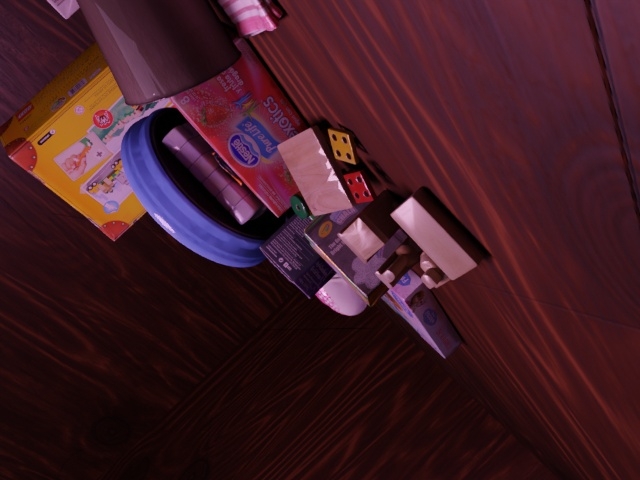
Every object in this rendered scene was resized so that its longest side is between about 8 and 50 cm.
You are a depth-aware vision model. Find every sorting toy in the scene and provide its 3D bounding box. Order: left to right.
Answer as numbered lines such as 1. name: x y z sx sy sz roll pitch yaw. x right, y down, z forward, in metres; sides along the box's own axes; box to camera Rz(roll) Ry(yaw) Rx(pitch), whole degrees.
1. sorting toy: 0.009 -0.112 0.944 0.132 0.046 0.274 61 155 -10

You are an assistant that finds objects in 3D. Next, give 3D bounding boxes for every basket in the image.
1. basket: -0.231 -0.310 0.774 0.204 0.154 0.227 7 133 43

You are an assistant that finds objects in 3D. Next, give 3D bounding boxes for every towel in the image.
1. towel: -0.125 -0.312 0.674 0.197 0.029 0.144 48 175 -23

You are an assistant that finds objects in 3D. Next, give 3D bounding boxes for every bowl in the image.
1. bowl: -0.228 -0.122 1.280 0.391 0.077 0.391 39 -154 -23

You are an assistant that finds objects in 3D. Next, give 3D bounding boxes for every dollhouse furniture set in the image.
1. dollhouse furniture set: 0.140 -0.021 0.818 0.144 0.123 0.151 46 142 1

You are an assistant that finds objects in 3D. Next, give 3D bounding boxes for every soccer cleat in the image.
1. soccer cleat: 0.000 0.026 1.406 0.331 0.116 0.143 55 163 12

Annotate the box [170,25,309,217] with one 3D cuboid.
1. box: -0.129 -0.203 1.030 0.154 0.142 0.300 45 177 46

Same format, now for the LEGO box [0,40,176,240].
1. LEGO box: -0.520 -0.307 1.630 0.193 0.500 0.372 42 174 44

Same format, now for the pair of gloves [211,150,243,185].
1. pair of gloves: -0.171 -0.131 1.109 0.074 0.010 0.083 48 179 -19

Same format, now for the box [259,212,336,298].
1. box: 0.000 0.000 1.259 0.108 0.207 0.153 45 177 22

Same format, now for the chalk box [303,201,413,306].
1. chalk box: 0.061 -0.006 1.099 0.213 0.132 0.132 47 177 15

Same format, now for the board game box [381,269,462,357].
1. board game box: 0.181 0.110 1.497 0.318 0.066 0.319 43 175 44

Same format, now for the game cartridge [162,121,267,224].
1. game cartridge: -0.167 -0.173 1.297 0.230 0.068 0.355 51 -156 -6

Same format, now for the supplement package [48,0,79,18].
1. supplement package: -0.646 -0.696 1.384 0.293 0.175 0.177 47 178 7
